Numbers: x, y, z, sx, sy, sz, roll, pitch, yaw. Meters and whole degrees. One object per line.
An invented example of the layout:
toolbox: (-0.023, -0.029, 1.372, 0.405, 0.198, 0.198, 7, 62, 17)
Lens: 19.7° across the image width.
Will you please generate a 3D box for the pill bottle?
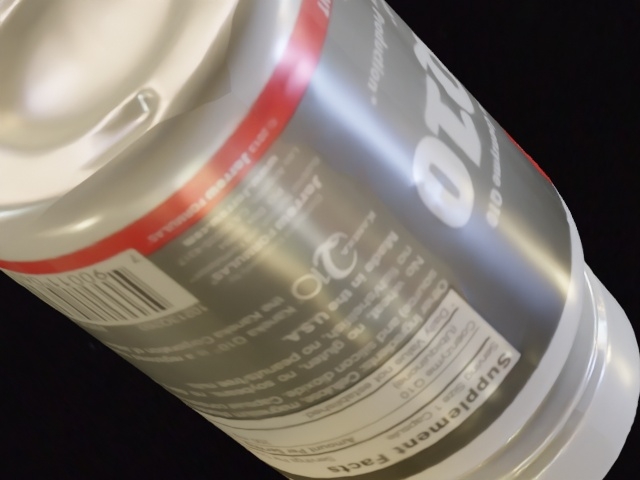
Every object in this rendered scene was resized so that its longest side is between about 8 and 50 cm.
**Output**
pill bottle: (0.000, 0.000, 0.703, 0.161, 0.283, 0.161, -22, -132, 27)
